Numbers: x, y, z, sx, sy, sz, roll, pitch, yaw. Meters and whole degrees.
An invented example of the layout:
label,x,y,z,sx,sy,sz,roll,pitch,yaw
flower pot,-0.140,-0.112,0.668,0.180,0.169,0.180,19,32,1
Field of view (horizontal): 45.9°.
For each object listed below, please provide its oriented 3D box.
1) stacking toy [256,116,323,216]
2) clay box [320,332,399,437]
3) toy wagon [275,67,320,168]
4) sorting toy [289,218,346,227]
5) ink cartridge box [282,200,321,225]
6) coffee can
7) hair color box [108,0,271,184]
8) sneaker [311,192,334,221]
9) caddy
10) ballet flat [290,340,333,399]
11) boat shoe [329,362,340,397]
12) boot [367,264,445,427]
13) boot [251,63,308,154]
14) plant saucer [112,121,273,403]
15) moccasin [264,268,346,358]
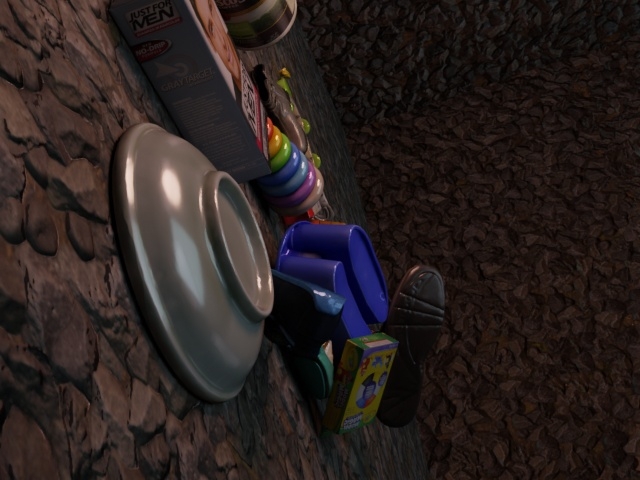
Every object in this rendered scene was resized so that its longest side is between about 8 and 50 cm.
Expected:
label,x,y,z,sx,sy,sz,roll,pitch,yaw
stacking toy,-0.112,-0.189,1.604,0.330,0.141,0.141,53,21,-52
clay box,0.078,0.304,1.546,0.127,0.053,0.222,-2,111,-51
toy wagon,-0.083,-0.346,2.271,0.267,0.068,0.344,24,49,-79
sorting toy,0.000,0.000,1.917,0.365,0.126,0.127,-60,133,-79
ink cartridge box,-0.064,-0.117,1.897,0.231,0.078,0.134,-51,122,-80
coffee can,-0.180,-0.565,1.632,0.275,0.201,0.201,47,27,-71
hair color box,-0.201,-0.285,1.254,0.185,0.114,0.374,-98,167,-45
sneaker,-0.036,-0.145,2.170,0.095,0.090,0.235,-117,-176,-46
caddy,0.012,0.114,1.622,0.241,0.179,0.341,-66,144,-43
ballet flat,-0.019,0.204,1.476,0.087,0.083,0.247,-47,127,-32
boat shoe,0.047,0.230,1.822,0.111,0.104,0.307,60,16,-56
boot,0.165,0.241,1.842,0.284,0.138,0.377,180,-78,-71
boot,-0.122,-0.345,2.039,0.161,0.083,0.246,36,31,-64
plant saucer,-0.147,0.017,1.046,0.400,0.100,0.400,-18,90,-82
moccasin,-0.065,0.113,1.229,0.342,0.138,0.117,-175,-75,-78
